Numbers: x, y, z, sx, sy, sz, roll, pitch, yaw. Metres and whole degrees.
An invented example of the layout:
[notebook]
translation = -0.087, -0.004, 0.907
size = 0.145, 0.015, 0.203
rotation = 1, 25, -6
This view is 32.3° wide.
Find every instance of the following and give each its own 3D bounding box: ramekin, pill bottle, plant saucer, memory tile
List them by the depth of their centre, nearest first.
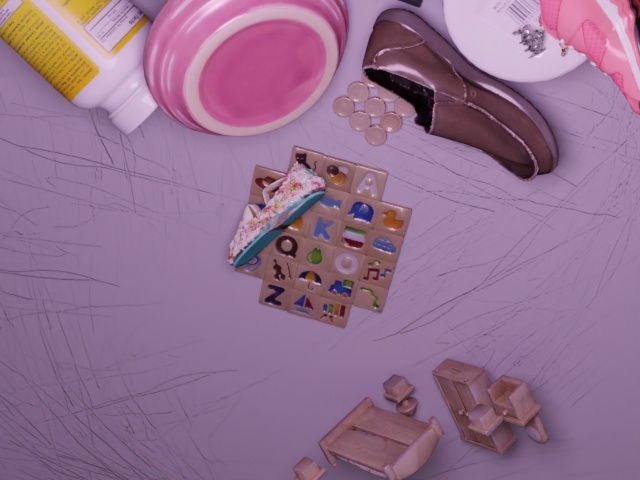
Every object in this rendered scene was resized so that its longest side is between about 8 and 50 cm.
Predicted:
[ramekin]
translation = 0.309, -0.368, 1.633
size = 0.277, 0.135, 0.277
rotation = 5, 122, 9
[plant saucer]
translation = -0.102, -0.278, 1.698
size = 0.332, 0.084, 0.332
rotation = -18, 142, -14
[pill bottle]
translation = -0.385, -0.333, 1.768
size = 0.188, 0.188, 0.334
rotation = -37, 107, 28
[memory tile]
translation = 0.102, -0.233, 1.829
size = 0.113, 0.012, 0.148
rotation = 40, 119, -12

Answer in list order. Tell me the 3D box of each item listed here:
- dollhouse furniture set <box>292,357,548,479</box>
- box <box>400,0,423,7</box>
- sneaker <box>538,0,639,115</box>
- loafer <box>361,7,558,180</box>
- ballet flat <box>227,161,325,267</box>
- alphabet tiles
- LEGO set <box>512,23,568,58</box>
[dollhouse furniture set]
translation = 0.187, 0.396, 1.979
size = 0.303, 0.355, 0.174
rotation = 8, 131, 54
[box]
translation = 0.097, -0.429, 1.626
size = 0.156, 0.158, 0.093
rotation = 20, 122, 0
[sneaker]
translation = 0.379, -0.304, 1.532
size = 0.136, 0.116, 0.314
rotation = -14, 117, 38
[loafer]
translation = 0.207, -0.202, 1.736
size = 0.366, 0.130, 0.134
rotation = 37, 162, -3
[ballet flat]
translation = -0.087, -0.049, 1.938
size = 0.241, 0.091, 0.077
rotation = -40, 75, 24
[alphabet tiles]
translation = 0.000, 0.000, 1.991
size = 0.285, 0.011, 0.342
rotation = 16, 122, 3
[LEGO set]
translation = 0.316, -0.285, 1.586
size = 0.083, 0.023, 0.054
rotation = 0, 120, 12
